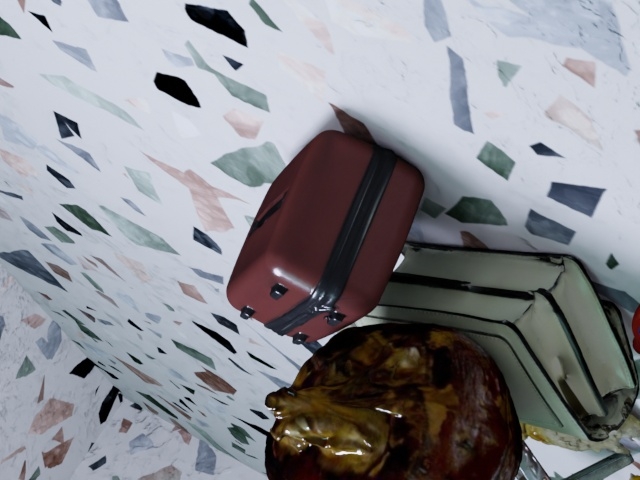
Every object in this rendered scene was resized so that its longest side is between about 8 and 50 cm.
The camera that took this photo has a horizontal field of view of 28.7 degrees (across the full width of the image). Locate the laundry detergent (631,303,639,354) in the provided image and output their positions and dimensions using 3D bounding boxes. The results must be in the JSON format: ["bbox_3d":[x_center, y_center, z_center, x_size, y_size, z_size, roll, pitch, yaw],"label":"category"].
[{"bbox_3d":[0.420,0.109,1.510,0.097,0.049,0.165,28,163,6],"label":"laundry detergent"}]

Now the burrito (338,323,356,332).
[{"bbox_3d":[0.013,0.085,2.081,0.087,0.060,0.226,12,152,38],"label":"burrito"}]

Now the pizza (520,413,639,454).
[{"bbox_3d":[0.382,0.274,1.853,0.262,0.034,0.181,28,142,-29],"label":"pizza"}]

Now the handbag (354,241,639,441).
[{"bbox_3d":[0.229,0.135,1.687,0.358,0.160,0.237,5,131,54],"label":"handbag"}]

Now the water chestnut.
[{"bbox_3d":[0.067,0.239,1.544,0.347,0.335,0.335,39,162,-35],"label":"water chestnut"}]

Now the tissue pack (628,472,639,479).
[{"bbox_3d":[0.640,0.578,2.003,0.382,0.228,0.293,24,161,30],"label":"tissue pack"}]

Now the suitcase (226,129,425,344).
[{"bbox_3d":[0.000,0.000,1.640,0.161,0.236,0.297,26,161,-9],"label":"suitcase"}]

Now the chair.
[{"bbox_3d":[0.337,0.361,1.995,0.147,0.270,0.136,57,177,9],"label":"chair"}]
